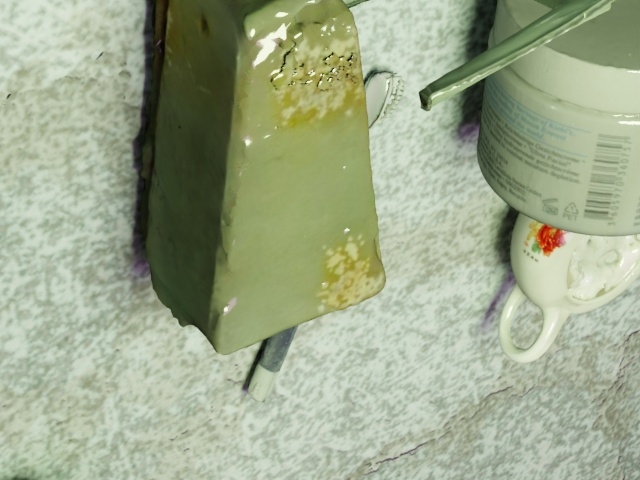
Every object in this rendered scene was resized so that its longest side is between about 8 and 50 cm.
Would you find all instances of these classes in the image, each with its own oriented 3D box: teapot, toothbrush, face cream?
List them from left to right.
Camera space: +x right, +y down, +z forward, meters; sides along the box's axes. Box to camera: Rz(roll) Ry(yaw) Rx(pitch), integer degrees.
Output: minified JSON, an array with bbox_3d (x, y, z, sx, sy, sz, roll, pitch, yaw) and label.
[{"bbox_3d":[0.000,0.000,1.376,0.026,0.024,0.288,-11,129,-52],"label":"toothbrush"},{"bbox_3d":[0.213,0.000,1.503,0.145,0.092,0.226,19,110,-44],"label":"teapot"},{"bbox_3d":[0.208,-0.110,1.341,0.177,0.177,0.153,-21,136,-27],"label":"face cream"}]

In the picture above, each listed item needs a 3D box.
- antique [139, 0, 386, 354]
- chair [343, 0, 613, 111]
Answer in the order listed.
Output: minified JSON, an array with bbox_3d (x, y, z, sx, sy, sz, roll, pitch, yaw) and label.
[{"bbox_3d":[-0.039,-0.077,1.198,0.150,0.125,0.284,-23,135,-25],"label":"antique"},{"bbox_3d":[0.128,-0.240,1.155,0.274,0.203,0.190,-25,124,-16],"label":"chair"}]
